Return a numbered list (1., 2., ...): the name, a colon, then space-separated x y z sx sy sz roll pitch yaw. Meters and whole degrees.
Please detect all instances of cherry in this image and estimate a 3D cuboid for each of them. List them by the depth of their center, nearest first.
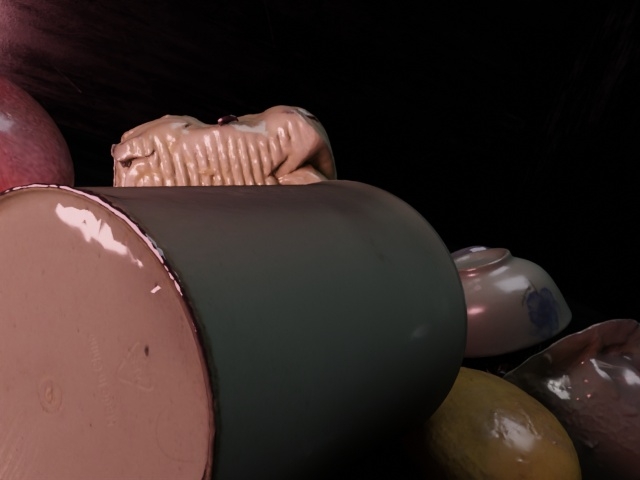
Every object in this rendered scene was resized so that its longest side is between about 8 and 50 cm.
1. cherry: -0.468 -0.109 0.851 0.261 0.221 0.308 9 46 -35

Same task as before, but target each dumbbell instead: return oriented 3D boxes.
1. dumbbell: 0.356 0.215 1.219 0.110 0.110 0.254 23 15 17

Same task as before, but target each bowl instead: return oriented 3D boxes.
1. bowl: 0.315 0.101 1.227 0.289 0.146 0.289 -15 10 3

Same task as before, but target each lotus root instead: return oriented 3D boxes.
1. lotus root: 0.165 0.208 0.663 0.146 0.131 0.303 -18 16 -12

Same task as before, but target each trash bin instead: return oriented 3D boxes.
1. trash bin: -0.054 0.082 0.542 0.280 0.281 0.432 24 13 25

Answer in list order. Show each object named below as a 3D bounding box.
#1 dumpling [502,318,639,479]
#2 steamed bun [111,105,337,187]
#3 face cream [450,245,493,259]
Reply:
1. dumpling: 0.365 0.211 0.840 0.243 0.227 0.175 1 17 -44
2. steamed bun: -0.132 -0.056 1.003 0.394 0.347 0.237 36 -2 -16
3. face cream: 0.355 0.108 1.624 0.234 0.137 0.420 20 -13 -4
